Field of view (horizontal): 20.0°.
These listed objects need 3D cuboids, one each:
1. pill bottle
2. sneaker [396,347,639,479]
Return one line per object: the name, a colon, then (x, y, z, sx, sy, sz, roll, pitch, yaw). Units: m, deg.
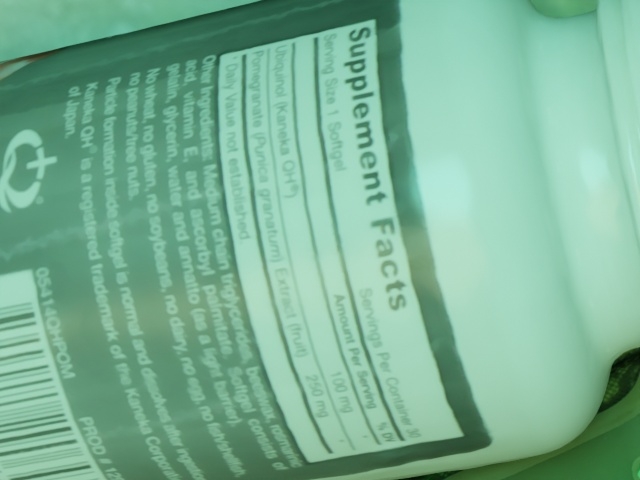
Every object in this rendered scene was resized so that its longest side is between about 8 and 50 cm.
pill bottle: (0.000, 0.000, 0.639, 0.318, 0.176, 0.176, -11, 108, 13)
sneaker: (0.071, 0.137, 0.675, 0.410, 0.182, 0.158, -16, 107, 14)
